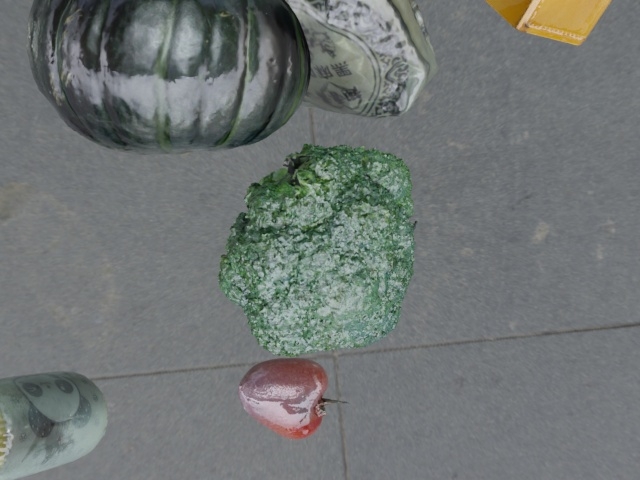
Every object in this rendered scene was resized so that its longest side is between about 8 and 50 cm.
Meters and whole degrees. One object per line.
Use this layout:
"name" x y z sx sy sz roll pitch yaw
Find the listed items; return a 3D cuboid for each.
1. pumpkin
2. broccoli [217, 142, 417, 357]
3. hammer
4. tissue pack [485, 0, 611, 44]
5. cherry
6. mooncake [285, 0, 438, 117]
"pumpkin" -0.126 -0.177 0.652 0.249 0.250 0.216 20 110 -1
"broccoli" 0.000 0.000 0.874 0.269 0.270 0.270 -12 124 -18
"hammer" -0.415 0.176 0.861 0.305 0.202 0.113 19 90 22
"tissue pack" 0.308 -0.413 0.906 0.145 0.194 0.275 2 133 -34
"cherry" -0.041 0.199 0.966 0.126 0.087 0.106 35 93 -6
"mooncake" 0.004 -0.274 0.948 0.136 0.254 0.250 -59 135 -22
